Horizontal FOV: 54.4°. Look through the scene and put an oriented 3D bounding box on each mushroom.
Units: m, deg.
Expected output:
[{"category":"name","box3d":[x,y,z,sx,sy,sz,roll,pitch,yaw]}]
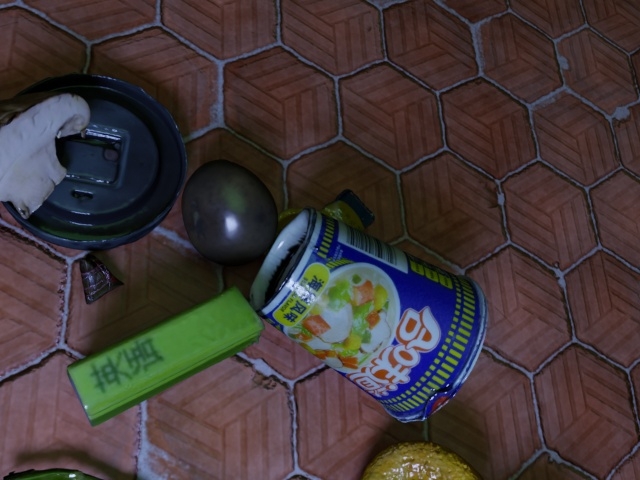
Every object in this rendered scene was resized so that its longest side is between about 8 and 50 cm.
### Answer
[{"category":"mushroom","box3d":[-0.495,-0.137,0.953,0.151,0.156,0.285,21,61,21]}]

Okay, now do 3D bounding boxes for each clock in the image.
[{"category":"clock","box3d":[-0.399,-0.139,1.082,0.325,0.067,0.325,7,68,-18]}]

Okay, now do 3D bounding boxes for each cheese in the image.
[{"category":"cheese","box3d":[0.000,0.000,1.178,0.177,0.069,0.270,48,60,2]}]

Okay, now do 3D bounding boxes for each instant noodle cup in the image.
[{"category":"instant noodle cup","box3d":[0.062,0.105,1.019,0.312,0.284,0.284,31,62,-16]}]

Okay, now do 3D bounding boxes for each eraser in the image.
[{"category":"eraser","box3d":[-0.233,0.176,0.946,0.274,0.210,0.092,-24,80,-25]}]

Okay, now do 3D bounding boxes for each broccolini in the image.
[{"category":"broccolini","box3d":[-0.333,0.408,0.900,0.272,0.062,0.123,25,48,-16]}]

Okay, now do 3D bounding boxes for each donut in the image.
[{"category":"donut","box3d":[0.163,0.447,1.003,0.254,0.118,0.253,-9,55,13]}]

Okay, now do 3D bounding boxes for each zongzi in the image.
[{"category":"zongzi","box3d":[-0.374,0.051,1.016,0.067,0.073,0.083,-29,81,-9]}]

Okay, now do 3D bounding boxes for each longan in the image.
[{"category":"longan","box3d":[-0.157,-0.048,1.078,0.167,0.167,0.187,-44,123,-28]}]
